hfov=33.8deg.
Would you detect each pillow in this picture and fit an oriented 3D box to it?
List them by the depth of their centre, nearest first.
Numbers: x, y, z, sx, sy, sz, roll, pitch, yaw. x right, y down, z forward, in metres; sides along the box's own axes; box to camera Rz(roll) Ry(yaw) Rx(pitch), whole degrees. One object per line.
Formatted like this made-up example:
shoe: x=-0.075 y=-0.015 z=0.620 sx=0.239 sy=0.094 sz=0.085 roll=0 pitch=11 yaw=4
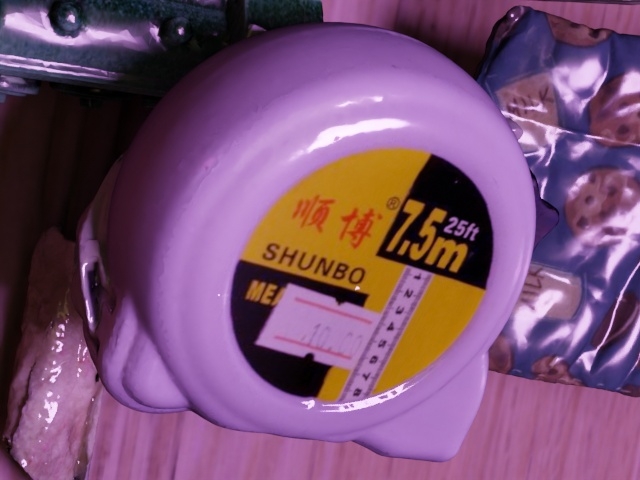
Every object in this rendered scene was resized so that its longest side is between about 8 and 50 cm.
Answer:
pillow: x=0.188 y=-0.005 z=0.538 sx=0.256 sy=0.034 sz=0.188 roll=12 pitch=98 yaw=-5

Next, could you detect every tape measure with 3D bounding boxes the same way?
tape measure: x=0.004 y=-0.002 z=0.447 sx=0.196 sy=0.105 sz=0.178 roll=21 pitch=106 yaw=-31

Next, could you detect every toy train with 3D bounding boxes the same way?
toy train: x=-0.091 y=-0.093 z=0.478 sx=0.171 sy=0.111 sz=0.071 roll=4 pitch=94 yaw=-30

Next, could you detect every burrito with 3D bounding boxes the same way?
burrito: x=-0.129 y=0.066 z=0.522 sx=0.055 sy=0.041 sz=0.149 roll=6 pitch=96 yaw=-42

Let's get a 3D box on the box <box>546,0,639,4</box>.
box: x=0.068 y=-0.290 z=0.397 sx=0.344 sy=0.178 sz=0.351 roll=-9 pitch=107 yaw=-65
